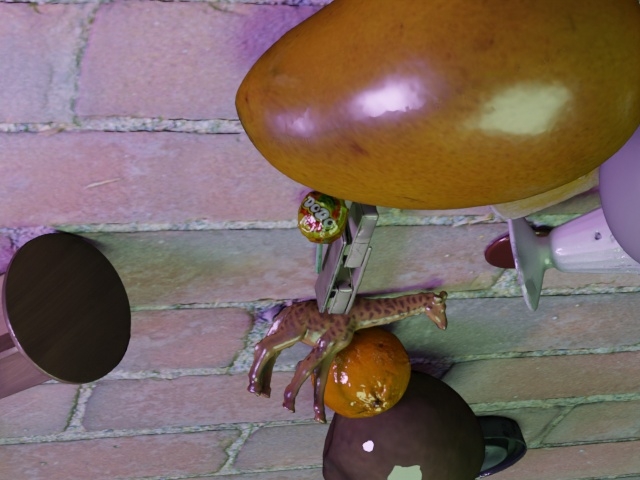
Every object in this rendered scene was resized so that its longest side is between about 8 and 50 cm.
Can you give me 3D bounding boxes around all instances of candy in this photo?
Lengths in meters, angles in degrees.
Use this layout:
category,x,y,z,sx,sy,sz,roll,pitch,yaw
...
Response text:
category,x,y,z,sx,sy,sz,roll,pitch,yaw
candy,0.000,0.000,1.673,0.060,0.060,0.201,-9,160,-5

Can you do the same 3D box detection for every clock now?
category,x,y,z,sx,sy,sz,roll,pitch,yaw
clock,0.232,0.348,2.425,0.215,0.042,0.215,-9,153,-4

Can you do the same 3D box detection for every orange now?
category,x,y,z,sx,sy,sz,roll,pitch,yaw
orange,0.053,0.177,1.944,0.136,0.117,0.135,1,133,1

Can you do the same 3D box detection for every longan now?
category,x,y,z,sx,sy,sz,roll,pitch,yaw
longan,0.110,0.296,2.090,0.246,0.215,0.246,-4,129,-5

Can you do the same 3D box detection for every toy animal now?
category,x,y,z,sx,sy,sz,roll,pitch,yaw
toy animal,0.030,0.121,1.858,0.275,0.149,0.054,-38,-178,-6

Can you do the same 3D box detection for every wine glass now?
category,x,y,z,sx,sy,sz,roll,pitch,yaw
wine glass,0.323,0.003,1.681,0.197,0.165,0.165,-14,153,13

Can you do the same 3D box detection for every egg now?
category,x,y,z,sx,sy,sz,roll,pitch,yaw
egg,0.369,-0.060,1.480,0.176,0.176,0.232,-8,137,-6

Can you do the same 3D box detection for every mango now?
category,x,y,z,sx,sy,sz,roll,pitch,yaw
mango,0.106,-0.136,1.273,0.378,0.221,0.264,-13,157,28

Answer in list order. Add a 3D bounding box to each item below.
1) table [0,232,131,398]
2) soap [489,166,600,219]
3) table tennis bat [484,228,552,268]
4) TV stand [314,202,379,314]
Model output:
category,x,y,z,sx,sy,sz,roll,pitch,yaw
table,-0.346,0.104,1.636,0.227,0.167,0.167,-23,152,40
soap,0.205,-0.112,1.502,0.140,0.073,0.232,-24,150,15
table tennis bat,0.279,0.005,1.814,0.155,0.019,0.098,-15,152,12
TV stand,0.031,0.019,1.724,0.042,0.036,0.249,-4,152,-11
